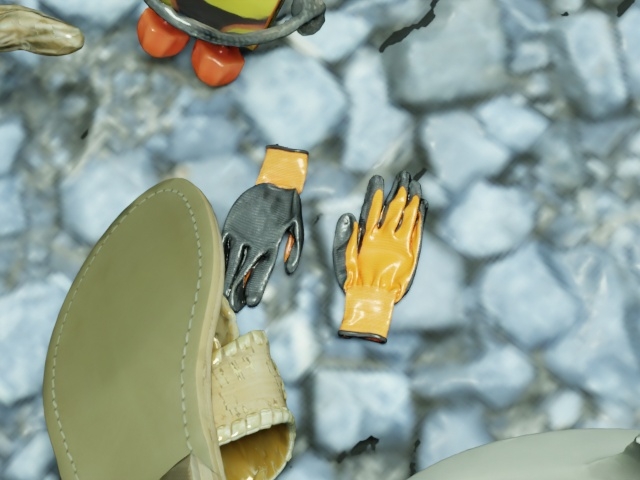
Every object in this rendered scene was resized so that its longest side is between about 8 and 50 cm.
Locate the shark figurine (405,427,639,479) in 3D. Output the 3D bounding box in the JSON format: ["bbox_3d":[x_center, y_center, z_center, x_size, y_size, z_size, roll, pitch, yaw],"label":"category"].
[{"bbox_3d":[0.086,0.097,0.599,0.278,0.116,0.166,0,68,11],"label":"shark figurine"}]

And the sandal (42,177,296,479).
[{"bbox_3d":[-0.046,0.078,0.653,0.088,0.079,0.240,-35,31,18],"label":"sandal"}]

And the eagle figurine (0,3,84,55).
[{"bbox_3d":[-0.281,-0.091,0.645,0.226,0.298,0.225,-35,71,28],"label":"eagle figurine"}]

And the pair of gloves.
[{"bbox_3d":[0.000,0.000,0.711,0.083,0.010,0.074,12,73,18],"label":"pair of gloves"}]

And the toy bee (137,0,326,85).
[{"bbox_3d":[-0.028,-0.150,0.710,0.195,0.162,0.298,45,52,9],"label":"toy bee"}]
